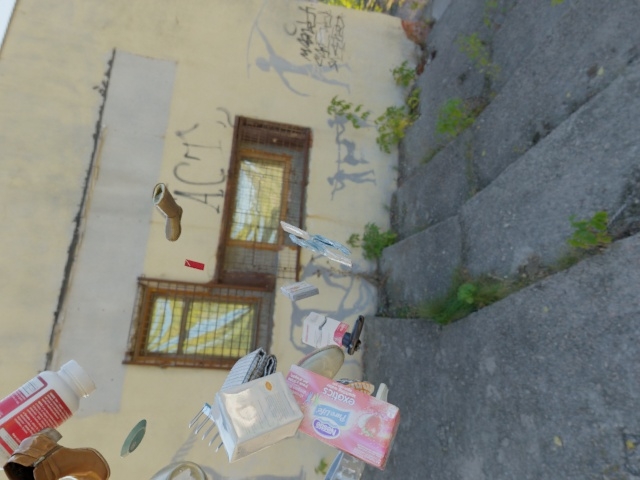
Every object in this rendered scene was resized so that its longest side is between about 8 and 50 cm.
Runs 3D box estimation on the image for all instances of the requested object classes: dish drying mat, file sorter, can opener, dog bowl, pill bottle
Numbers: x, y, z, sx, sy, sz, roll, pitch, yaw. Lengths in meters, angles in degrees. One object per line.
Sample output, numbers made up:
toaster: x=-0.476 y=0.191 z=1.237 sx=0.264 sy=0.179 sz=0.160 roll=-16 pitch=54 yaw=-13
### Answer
dish drying mat: x=-0.535 y=0.104 z=1.740 sx=0.008 sy=0.083 sz=0.032 roll=-34 pitch=46 yaw=49
file sorter: x=-0.480 y=0.823 z=1.798 sx=0.104 sy=0.170 sz=0.118 roll=-46 pitch=-11 yaw=-40
can opener: x=0.116 y=0.328 z=1.402 sx=0.059 sy=0.073 sz=0.186 roll=-64 pitch=-10 yaw=-46
dog bowl: x=0.072 y=1.032 z=1.725 sx=0.348 sy=0.102 sz=0.349 roll=-58 pitch=-11 yaw=-18
pill bottle: x=-1.167 y=0.695 z=1.686 sx=0.408 sy=0.229 sz=0.229 roll=-40 pitch=-21 yaw=-40

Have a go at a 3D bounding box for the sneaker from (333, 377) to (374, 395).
sneaker: x=0.132 y=0.652 z=1.830 sx=0.083 sy=0.215 sz=0.084 roll=-83 pitch=-9 yaw=-73

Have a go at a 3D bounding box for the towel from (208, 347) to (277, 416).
towel: x=-0.304 y=0.598 z=1.655 sx=0.235 sy=0.121 sz=0.283 roll=-36 pitch=23 yaw=48

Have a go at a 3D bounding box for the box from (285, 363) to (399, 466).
box: x=0.044 y=0.456 z=1.062 sx=0.154 sy=0.300 sz=0.142 roll=72 pitch=-141 yaw=-56

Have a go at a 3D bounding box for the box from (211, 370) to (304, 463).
box: x=-0.147 y=0.405 z=0.950 sx=0.130 sy=0.170 sz=0.091 roll=54 pitch=138 yaw=37

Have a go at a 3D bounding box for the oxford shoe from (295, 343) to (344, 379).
oxford shoe: x=-0.056 y=0.524 z=1.427 sx=0.140 sy=0.397 sz=0.146 roll=54 pitch=165 yaw=-12

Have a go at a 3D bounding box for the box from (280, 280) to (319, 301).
box: x=-0.110 y=0.262 z=2.137 sx=0.186 sy=0.145 sz=0.038 roll=-167 pitch=65 yaw=-66

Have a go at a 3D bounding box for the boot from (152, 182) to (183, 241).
boot: x=-0.841 y=-0.147 z=2.225 sx=0.269 sy=0.089 sz=0.236 roll=87 pitch=180 yaw=-69

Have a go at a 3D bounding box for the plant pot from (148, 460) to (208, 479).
plant pot: x=-0.503 y=0.901 z=1.458 sx=0.256 sy=0.256 sz=0.274 roll=-94 pitch=24 yaw=-43

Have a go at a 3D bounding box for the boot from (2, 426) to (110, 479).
boot: x=-0.794 y=0.699 z=1.247 sx=0.109 sy=0.283 sz=0.220 roll=-46 pitch=6 yaw=-9

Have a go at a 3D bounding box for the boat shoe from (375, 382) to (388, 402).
boat shoe: x=0.204 y=0.589 z=1.338 sx=0.079 sy=0.081 sz=0.227 roll=78 pitch=-154 yaw=-61

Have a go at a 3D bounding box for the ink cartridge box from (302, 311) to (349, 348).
ink cartridge box: x=0.028 y=0.525 z=2.297 sx=0.100 sy=0.237 sz=0.172 roll=-46 pitch=-33 yaw=-53

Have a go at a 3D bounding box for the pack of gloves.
pack of gloves: x=0.000 y=0.000 z=1.293 sx=0.195 sy=0.232 sz=0.046 roll=77 pitch=-144 yaw=-70

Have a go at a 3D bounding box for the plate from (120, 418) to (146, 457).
plate: x=-0.916 y=0.983 z=2.026 sx=0.188 sy=0.024 sz=0.188 roll=21 pitch=-90 yaw=-82
